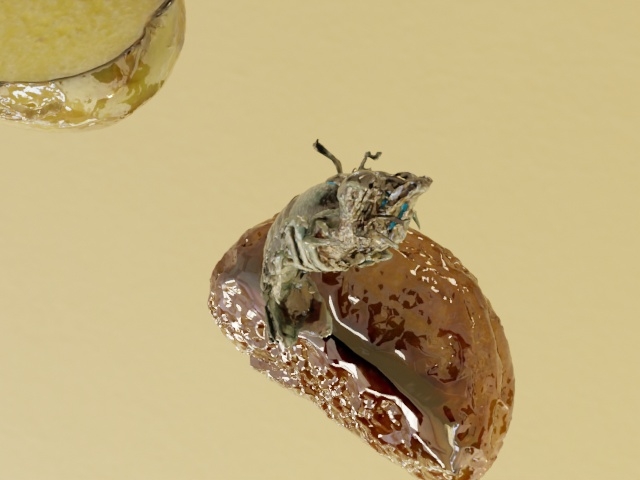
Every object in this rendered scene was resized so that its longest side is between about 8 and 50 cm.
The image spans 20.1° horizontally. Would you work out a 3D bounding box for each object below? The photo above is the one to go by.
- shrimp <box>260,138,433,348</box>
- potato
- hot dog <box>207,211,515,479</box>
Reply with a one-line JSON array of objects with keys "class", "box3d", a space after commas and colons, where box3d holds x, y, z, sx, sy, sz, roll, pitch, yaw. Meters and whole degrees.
[{"class": "shrimp", "box3d": [-0.003, -0.003, 0.948, 0.082, 0.076, 0.174, -23, 165, -31]}, {"class": "potato", "box3d": [-0.165, -0.116, 0.972, 0.164, 0.200, 0.081, -58, 157, -33]}, {"class": "hot dog", "box3d": [0.034, 0.069, 1.181, 0.099, 0.227, 0.160, -35, 158, -39]}]
